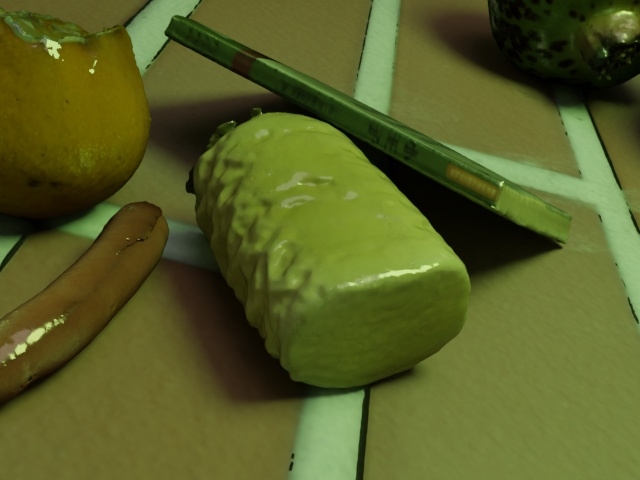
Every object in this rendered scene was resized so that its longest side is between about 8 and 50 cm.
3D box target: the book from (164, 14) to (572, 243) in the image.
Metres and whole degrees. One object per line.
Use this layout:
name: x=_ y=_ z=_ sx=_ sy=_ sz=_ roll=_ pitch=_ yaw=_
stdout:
book: x=0.042 y=-0.084 z=0.654 sx=0.289 sy=0.026 sz=0.201 roll=33 pitch=10 yaw=27

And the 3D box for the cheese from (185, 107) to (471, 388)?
cheese: x=0.000 y=0.000 z=0.512 sx=0.123 sy=0.093 sz=0.167 roll=-2 pitch=36 yaw=-29

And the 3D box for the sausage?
sausage: x=-0.130 y=0.029 z=0.462 sx=0.047 sy=0.040 sz=0.176 roll=21 pitch=33 yaw=7

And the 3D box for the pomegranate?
pomegranate: x=0.301 y=-0.281 z=0.964 sx=0.255 sy=0.254 sz=0.270 roll=8 pitch=55 yaw=-13

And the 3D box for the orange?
orange: x=-0.182 y=-0.088 z=0.538 sx=0.157 sy=0.134 sz=0.156 roll=16 pitch=42 yaw=-15
